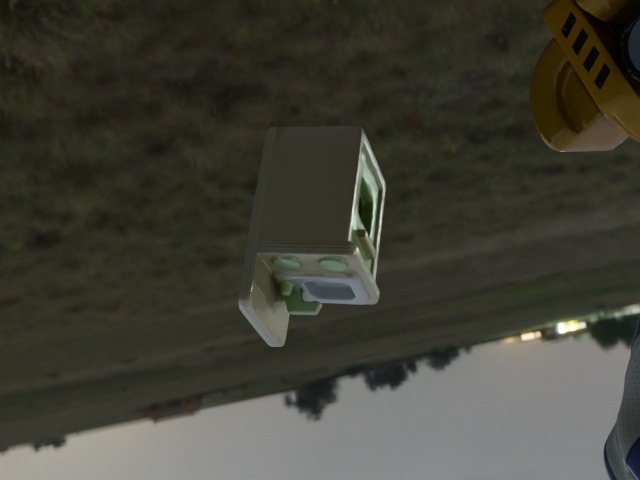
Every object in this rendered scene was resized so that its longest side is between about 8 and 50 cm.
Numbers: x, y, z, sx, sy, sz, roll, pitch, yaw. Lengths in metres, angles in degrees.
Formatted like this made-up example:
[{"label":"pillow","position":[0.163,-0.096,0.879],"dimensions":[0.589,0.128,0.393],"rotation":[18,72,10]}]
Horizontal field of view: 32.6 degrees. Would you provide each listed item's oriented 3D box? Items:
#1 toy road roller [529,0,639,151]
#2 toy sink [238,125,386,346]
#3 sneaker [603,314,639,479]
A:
[{"label":"toy road roller","position":[0.334,-0.247,1.268],"dimensions":[0.202,0.329,0.240],"rotation":[-5,150,-44]},{"label":"toy sink","position":[0.000,0.000,1.312],"dimensions":[0.131,0.234,0.153],"rotation":[1,154,16]},{"label":"sneaker","position":[0.290,0.065,0.824],"dimensions":[0.127,0.182,0.315],"rotation":[6,-154,13]}]
